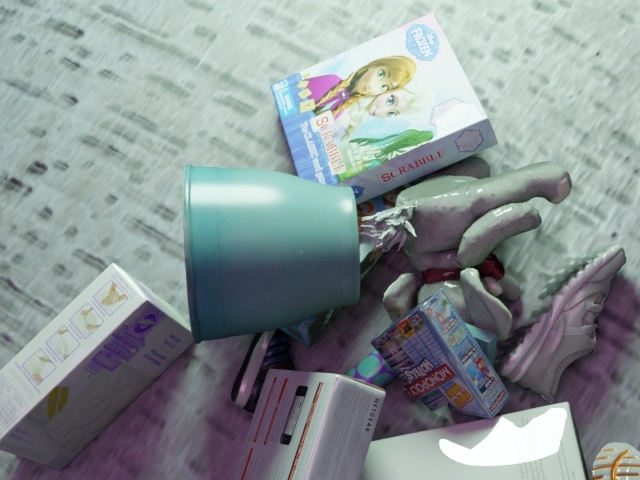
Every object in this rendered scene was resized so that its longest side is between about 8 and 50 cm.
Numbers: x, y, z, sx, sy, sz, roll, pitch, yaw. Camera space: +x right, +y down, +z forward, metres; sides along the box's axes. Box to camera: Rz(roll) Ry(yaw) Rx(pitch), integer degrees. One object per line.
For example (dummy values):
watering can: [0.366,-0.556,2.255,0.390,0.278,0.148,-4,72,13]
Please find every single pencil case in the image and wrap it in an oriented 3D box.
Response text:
pencil case: [0.083,0.222,1.945,0.152,0.064,0.070,-41,53,-2]

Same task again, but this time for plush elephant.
plush elephant: [0.225,0.034,1.887,0.330,0.255,0.272,-25,18,-32]

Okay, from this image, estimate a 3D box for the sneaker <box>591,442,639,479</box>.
sneaker: [0.443,0.398,1.783,0.084,0.083,0.214,-2,53,8]

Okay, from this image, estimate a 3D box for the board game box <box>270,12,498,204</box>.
board game box: [0.096,-0.214,2.031,0.318,0.066,0.318,-24,44,5]

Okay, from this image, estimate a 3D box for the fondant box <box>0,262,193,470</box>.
fondant box: [-0.382,0.213,1.978,0.330,0.238,0.096,-45,66,-3]

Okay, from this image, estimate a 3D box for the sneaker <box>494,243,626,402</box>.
sneaker: [0.393,0.127,1.896,0.115,0.105,0.281,41,82,-6]

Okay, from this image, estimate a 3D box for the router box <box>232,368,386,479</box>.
router box: [-0.045,0.361,1.803,0.082,0.301,0.335,22,79,-18]

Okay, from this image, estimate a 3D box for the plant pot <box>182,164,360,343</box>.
plant pot: [-0.071,0.013,1.840,0.255,0.271,0.271,-3,70,-3]

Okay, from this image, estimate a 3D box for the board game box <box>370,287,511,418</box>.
board game box: [0.181,0.193,1.820,0.194,0.194,0.060,49,54,2]

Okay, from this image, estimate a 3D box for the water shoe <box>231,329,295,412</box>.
water shoe: [-0.077,0.193,2.008,0.080,0.073,0.203,29,72,-11]

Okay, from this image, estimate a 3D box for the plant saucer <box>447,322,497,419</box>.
plant saucer: [0.228,0.204,1.854,0.067,0.192,0.018,19,47,20]

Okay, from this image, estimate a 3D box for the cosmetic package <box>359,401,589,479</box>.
cosmetic package: [0.210,0.384,1.777,0.366,0.155,0.196,-13,46,12]

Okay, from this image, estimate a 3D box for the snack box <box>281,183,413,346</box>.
snack box: [0.000,0.000,2.013,0.187,0.060,0.322,31,68,22]
